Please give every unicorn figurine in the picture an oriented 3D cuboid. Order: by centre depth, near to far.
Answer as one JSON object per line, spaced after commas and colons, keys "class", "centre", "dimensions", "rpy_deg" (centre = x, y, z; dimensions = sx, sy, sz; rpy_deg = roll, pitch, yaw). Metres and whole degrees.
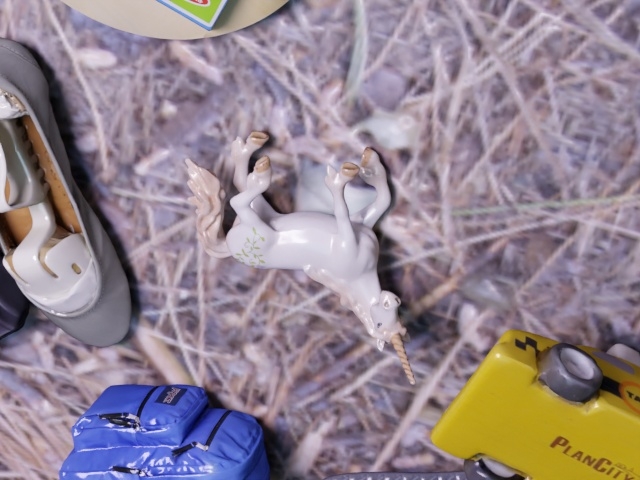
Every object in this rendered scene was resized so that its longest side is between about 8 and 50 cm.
{"class": "unicorn figurine", "centre": [0.000, 0.000, 0.974], "dimensions": [0.162, 0.060, 0.111], "rpy_deg": [17, 121, 23]}

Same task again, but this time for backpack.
{"class": "backpack", "centre": [-0.093, 0.144, 1.041], "dimensions": [0.120, 0.098, 0.101], "rpy_deg": [2, 113, 14]}

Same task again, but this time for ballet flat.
{"class": "ballet flat", "centre": [-0.175, -0.016, 0.996], "dimensions": [0.072, 0.068, 0.213], "rpy_deg": [-10, 114, 18]}

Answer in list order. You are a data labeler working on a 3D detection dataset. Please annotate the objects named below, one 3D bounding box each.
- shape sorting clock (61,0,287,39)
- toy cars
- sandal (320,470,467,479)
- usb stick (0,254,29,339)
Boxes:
{"class": "shape sorting clock", "centre": [-0.089, -0.203, 0.894], "dimensions": [0.206, 0.040, 0.206], "rpy_deg": [4, 120, 8]}
{"class": "toy cars", "centre": [0.263, 0.092, 0.940], "dimensions": [0.394, 0.087, 0.176], "rpy_deg": [-8, 123, 13]}
{"class": "sandal", "centre": [0.113, 0.181, 1.030], "dimensions": [0.255, 0.054, 0.097], "rpy_deg": [6, 76, 9]}
{"class": "usb stick", "centre": [-0.309, 0.079, 1.091], "dimensions": [0.278, 0.045, 0.077], "rpy_deg": [-28, 114, 24]}
